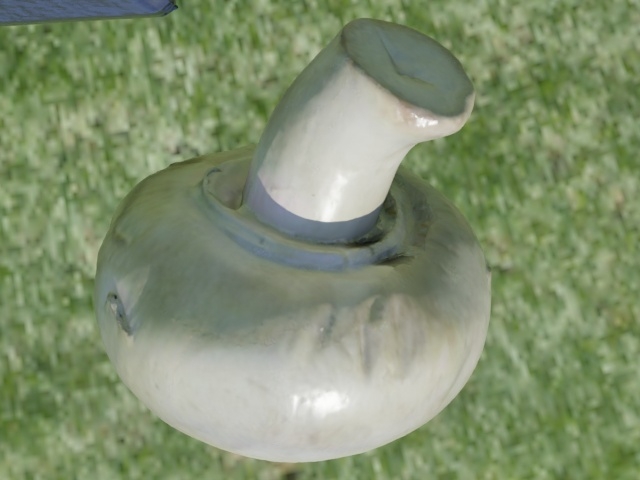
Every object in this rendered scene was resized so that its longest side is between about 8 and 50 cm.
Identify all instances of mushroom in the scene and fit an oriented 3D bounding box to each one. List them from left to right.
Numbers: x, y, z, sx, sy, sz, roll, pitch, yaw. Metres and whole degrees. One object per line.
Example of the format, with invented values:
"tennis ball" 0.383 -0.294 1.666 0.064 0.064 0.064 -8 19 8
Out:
"mushroom" 0.008 0.027 1.472 0.356 0.315 0.315 -26 145 18

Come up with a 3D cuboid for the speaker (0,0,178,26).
"speaker" -0.348 -0.302 1.877 0.388 0.180 0.184 -3 -176 11
